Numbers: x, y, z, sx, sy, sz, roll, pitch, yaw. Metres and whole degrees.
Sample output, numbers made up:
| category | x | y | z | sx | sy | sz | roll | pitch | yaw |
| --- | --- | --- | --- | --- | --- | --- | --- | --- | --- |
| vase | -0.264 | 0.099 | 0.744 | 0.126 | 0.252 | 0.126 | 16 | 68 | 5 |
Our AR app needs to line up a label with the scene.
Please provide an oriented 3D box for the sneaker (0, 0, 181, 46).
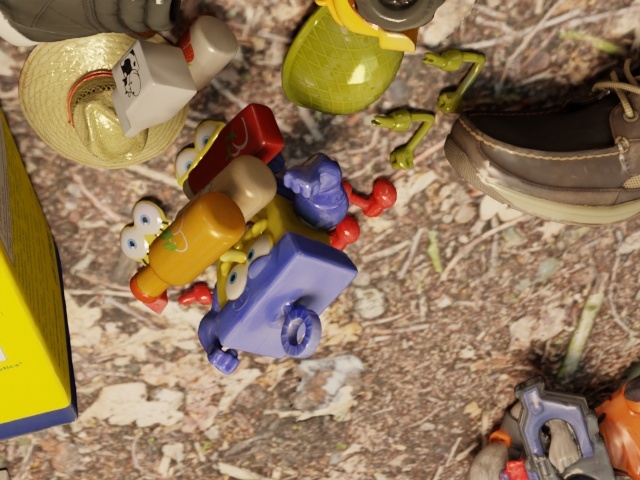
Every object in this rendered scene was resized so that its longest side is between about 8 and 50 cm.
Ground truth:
| category | x | y | z | sx | sy | sz | roll | pitch | yaw |
| --- | --- | --- | --- | --- | --- | --- | --- | --- | --- |
| sneaker | -0.170 | -0.197 | 0.700 | 0.147 | 0.105 | 0.296 | -5 | 171 | 10 |

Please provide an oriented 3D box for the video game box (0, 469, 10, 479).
| category | x | y | z | sx | sy | sz | roll | pitch | yaw |
| --- | --- | --- | --- | --- | --- | --- | --- | --- | --- |
| video game box | -0.403 | 0.336 | 1.238 | 0.187 | 0.048 | 0.205 | -8 | 132 | -6 |

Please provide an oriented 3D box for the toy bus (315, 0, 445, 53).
| category | x | y | z | sx | sy | sz | roll | pitch | yaw |
| --- | --- | --- | --- | --- | --- | --- | --- | --- | --- |
| toy bus | -0.014 | -0.245 | 0.782 | 0.211 | 0.149 | 0.220 | 0 | 134 | 2 |

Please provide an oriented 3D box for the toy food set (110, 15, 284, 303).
| category | x | y | z | sx | sy | sz | roll | pitch | yaw |
| --- | --- | --- | --- | --- | --- | --- | --- | --- | --- |
| toy food set | -0.106 | -0.073 | 0.862 | 0.111 | 0.232 | 0.104 | 3 | 147 | -46 |

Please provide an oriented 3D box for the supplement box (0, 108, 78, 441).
| category | x | y | z | sx | sy | sz | roll | pitch | yaw |
| --- | --- | --- | --- | --- | --- | --- | --- | --- | --- |
| supplement box | -0.317 | -0.020 | 0.827 | 0.195 | 0.194 | 0.356 | -14 | 138 | -5 |

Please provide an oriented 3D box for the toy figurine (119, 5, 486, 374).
| category | x | y | z | sx | sy | sz | roll | pitch | yaw |
| --- | --- | --- | --- | --- | --- | --- | --- | --- | --- |
| toy figurine | 0.000 | 0.000 | 0.938 | 0.191 | 0.217 | 0.362 | 26 | 120 | -32 |

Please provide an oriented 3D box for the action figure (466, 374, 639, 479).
| category | x | y | z | sx | sy | sz | roll | pitch | yaw |
| --- | --- | --- | --- | --- | --- | --- | --- | --- | --- |
| action figure | 0.321 | 0.266 | 1.292 | 0.330 | 0.178 | 0.341 | -11 | 108 | 1 |

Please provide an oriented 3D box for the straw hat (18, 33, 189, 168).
| category | x | y | z | sx | sy | sz | roll | pitch | yaw |
| --- | --- | --- | --- | --- | --- | --- | --- | --- | --- |
| straw hat | -0.164 | -0.096 | 0.915 | 0.144 | 0.061 | 0.144 | -7 | 132 | -8 |

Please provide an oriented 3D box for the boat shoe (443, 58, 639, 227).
| category | x | y | z | sx | sy | sz | roll | pitch | yaw |
| --- | --- | --- | --- | --- | --- | --- | --- | --- | --- |
| boat shoe | 0.270 | -0.096 | 1.004 | 0.355 | 0.132 | 0.130 | 0 | 121 | -26 |
